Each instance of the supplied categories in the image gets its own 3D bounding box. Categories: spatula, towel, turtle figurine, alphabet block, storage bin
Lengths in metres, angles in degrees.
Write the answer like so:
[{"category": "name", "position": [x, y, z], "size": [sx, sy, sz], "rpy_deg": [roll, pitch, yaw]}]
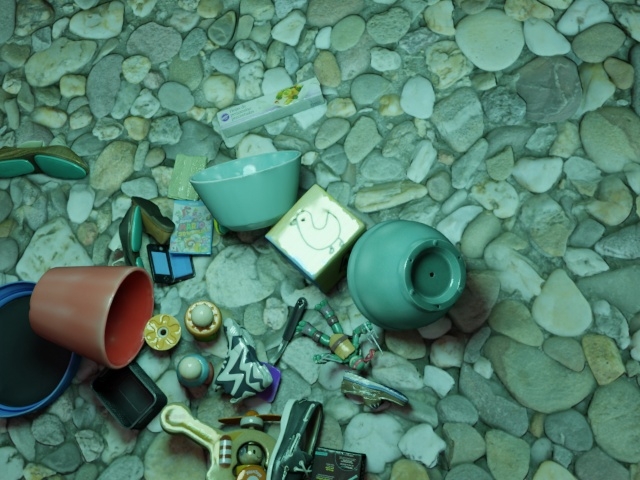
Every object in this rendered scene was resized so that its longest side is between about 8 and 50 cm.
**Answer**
[{"category": "spatula", "position": [-0.108, 0.289, 1.867], "size": [0.084, 0.030, 0.296], "rpy_deg": [21, 78, 23]}, {"category": "towel", "position": [-0.401, -0.191, 2.069], "size": [0.110, 0.027, 0.148], "rpy_deg": [7, 75, 12]}, {"category": "turtle figurine", "position": [0.050, 0.271, 1.800], "size": [0.175, 0.118, 0.234], "rpy_deg": [-37, 54, -17]}, {"category": "alphabet block", "position": [0.000, 0.000, 1.850], "size": [0.192, 0.193, 0.197], "rpy_deg": [41, 84, 17]}, {"category": "storage bin", "position": [-0.525, 0.419, 1.880], "size": [0.180, 0.084, 0.122], "rpy_deg": [42, 85, 20]}]

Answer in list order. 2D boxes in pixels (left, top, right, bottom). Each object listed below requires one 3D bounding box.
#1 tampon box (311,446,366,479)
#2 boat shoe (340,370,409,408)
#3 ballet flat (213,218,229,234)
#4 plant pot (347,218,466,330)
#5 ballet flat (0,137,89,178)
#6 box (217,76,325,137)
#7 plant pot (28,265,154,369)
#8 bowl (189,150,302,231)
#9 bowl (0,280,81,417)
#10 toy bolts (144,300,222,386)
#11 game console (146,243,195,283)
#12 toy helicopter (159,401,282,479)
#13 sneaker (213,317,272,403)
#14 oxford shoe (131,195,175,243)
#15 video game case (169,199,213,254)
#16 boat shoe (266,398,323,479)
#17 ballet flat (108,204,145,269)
[{"category": "tampon box", "position": [0.042, 0.606, 1.707], "size": [0.120, 0.101, 0.161], "rpy_deg": [6, 76, 13]}, {"category": "boat shoe", "position": [0.138, 0.401, 1.776], "size": [0.183, 0.066, 0.066], "rpy_deg": [17, 82, 25]}, {"category": "ballet flat", "position": [-0.274, -0.125, 2.009], "size": [0.077, 0.077, 0.231], "rpy_deg": [6, 71, 34]}, {"category": "plant pot", "position": [0.239, 0.085, 1.708], "size": [0.293, 0.196, 0.293], "rpy_deg": [1, 86, -22]}, {"category": "ballet flat", "position": [-0.873, -0.263, 2.150], "size": [0.342, 0.116, 0.124], "rpy_deg": [-1, 54, 14]}, {"category": "box", "position": [-0.148, -0.400, 2.064], "size": [0.324, 0.067, 0.063], "rpy_deg": [-19, 70, 6]}, {"category": "plant pot", "position": [-0.616, 0.185, 1.829], "size": [0.243, 0.275, 0.275], "rpy_deg": [10, 76, 11]}, {"category": "bowl", "position": [-0.186, -0.128, 1.859], "size": [0.311, 0.311, 0.163], "rpy_deg": [-9, 106, 8]}, {"category": "bowl", "position": [-0.870, 0.313, 1.981], "size": [0.391, 0.077, 0.391], "rpy_deg": [-3, 73, 10]}, {"category": "toy bolts", "position": [-0.369, 0.279, 1.834], "size": [0.218, 0.158, 0.228], "rpy_deg": [-4, 74, -6]}, {"category": "game console", "position": [-0.433, 0.058, 1.980], "size": [0.071, 0.107, 0.122], "rpy_deg": [-29, 67, 31]}, {"category": "toy helicopter", "position": [-0.247, 0.511, 1.767], "size": [0.355, 0.140, 0.235], "rpy_deg": [28, 58, 6]}, {"category": "sneaker", "position": [-0.242, 0.334, 1.846], "size": [0.153, 0.094, 0.235], "rpy_deg": [-39, 63, 7]}, {"category": "oxford shoe", "position": [-0.508, -0.063, 2.019], "size": [0.212, 0.076, 0.076], "rpy_deg": [43, 116, 38]}, {"category": "video game case", "position": [-0.375, -0.038, 2.005], "size": [0.119, 0.015, 0.166], "rpy_deg": [2, 69, -2]}, {"category": "boat shoe", "position": [-0.061, 0.534, 1.703], "size": [0.091, 0.114, 0.302], "rpy_deg": [-4, 54, 21]}, {"category": "ballet flat", "position": [-0.551, 0.041, 1.954], "size": [0.096, 0.095, 0.280], "rpy_deg": [-6, 92, 1]}]
